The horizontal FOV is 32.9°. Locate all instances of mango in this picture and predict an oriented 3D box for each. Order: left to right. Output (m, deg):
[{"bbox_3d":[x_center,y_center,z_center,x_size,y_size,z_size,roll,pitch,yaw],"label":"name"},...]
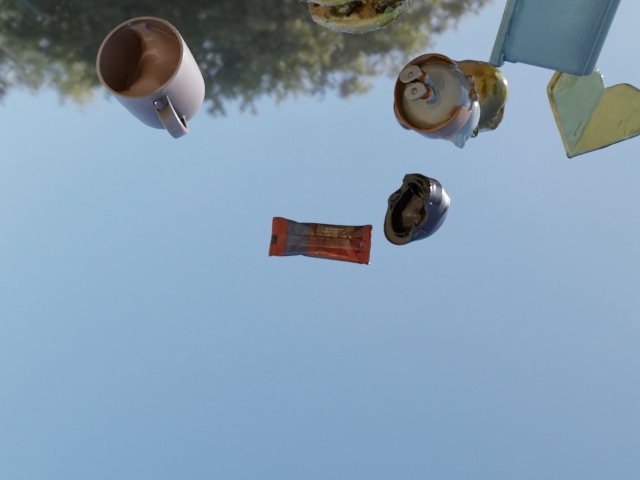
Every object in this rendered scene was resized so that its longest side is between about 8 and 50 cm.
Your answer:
[{"bbox_3d":[0.285,-0.280,2.131,0.130,0.167,0.262,-25,-168,-21],"label":"mango"}]

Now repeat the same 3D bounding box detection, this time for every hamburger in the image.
[{"bbox_3d":[0.051,-0.398,1.667,0.191,0.118,0.182,-7,-139,14],"label":"hamburger"}]

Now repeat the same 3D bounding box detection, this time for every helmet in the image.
[{"bbox_3d":[0.160,-0.047,1.734,0.123,0.070,0.098,-63,-142,28],"label":"helmet"}]

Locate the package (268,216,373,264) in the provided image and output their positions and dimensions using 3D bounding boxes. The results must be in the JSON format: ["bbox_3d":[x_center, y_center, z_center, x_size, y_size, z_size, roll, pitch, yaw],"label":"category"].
[{"bbox_3d":[0.000,0.000,2.108,0.200,0.022,0.083,5,-109,7],"label":"package"}]

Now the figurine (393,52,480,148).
[{"bbox_3d":[0.215,-0.232,1.836,0.143,0.271,0.143,-7,-100,43],"label":"figurine"}]

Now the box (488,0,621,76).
[{"bbox_3d":[0.416,-0.420,1.843,0.312,0.182,0.175,97,13,-57],"label":"box"}]

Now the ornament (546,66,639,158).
[{"bbox_3d":[0.519,-0.241,2.096,0.180,0.201,0.059,-63,-170,10],"label":"ornament"}]

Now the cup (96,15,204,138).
[{"bbox_3d":[-0.342,-0.324,2.329,0.191,0.200,0.253,-28,-112,2],"label":"cup"}]
